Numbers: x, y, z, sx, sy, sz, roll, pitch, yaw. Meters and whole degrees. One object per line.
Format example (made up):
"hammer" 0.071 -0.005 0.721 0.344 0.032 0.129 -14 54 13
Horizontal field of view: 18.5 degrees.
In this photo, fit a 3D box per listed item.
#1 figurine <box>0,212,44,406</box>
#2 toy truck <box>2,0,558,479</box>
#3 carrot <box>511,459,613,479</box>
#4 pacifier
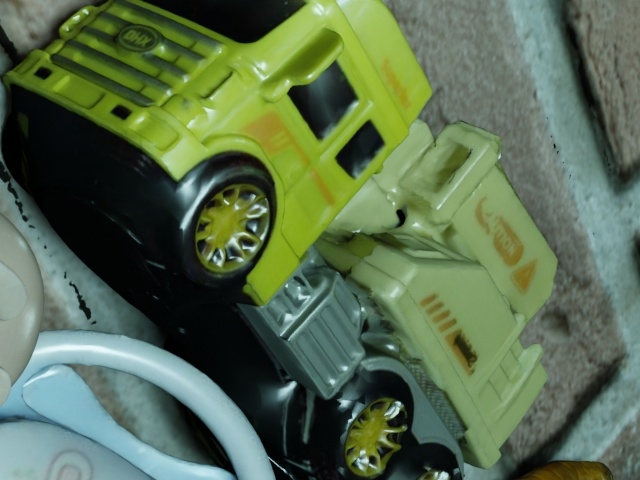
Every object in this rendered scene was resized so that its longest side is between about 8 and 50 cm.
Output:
"figurine" -0.205 0.033 1.012 0.125 0.138 0.125 -16 117 -35
"toy truck" 0.000 0.000 1.175 0.254 0.181 0.405 -50 134 -17
"carrot" 0.147 0.207 1.497 0.248 0.059 0.059 -19 118 -44
"pacifier" -0.149 0.183 1.105 0.238 0.287 0.226 -59 179 -28
